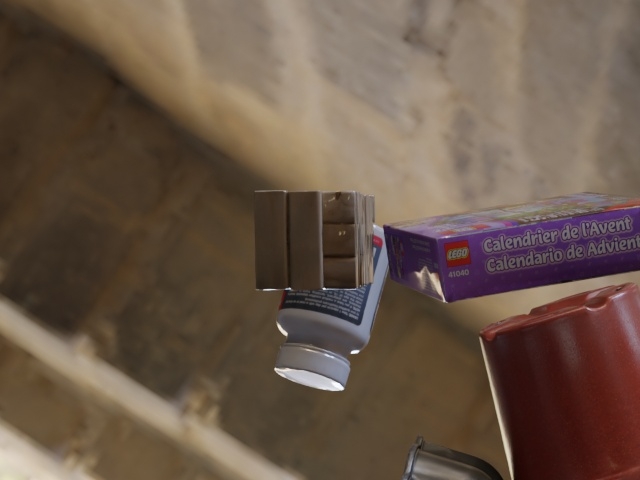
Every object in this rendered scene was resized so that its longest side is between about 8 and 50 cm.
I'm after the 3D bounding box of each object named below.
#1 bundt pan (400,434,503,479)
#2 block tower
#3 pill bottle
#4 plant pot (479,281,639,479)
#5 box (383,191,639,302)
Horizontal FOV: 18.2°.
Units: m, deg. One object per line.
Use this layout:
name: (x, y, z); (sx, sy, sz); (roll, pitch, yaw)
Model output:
bundt pan: (0.153, 0.404, 2.379); (0.331, 0.124, 0.331); (6, 90, -80)
block tower: (0.000, 0.000, 1.900); (0.335, 0.091, 0.097); (-17, 107, -85)
pill bottle: (0.010, 0.069, 2.215); (0.108, 0.108, 0.180); (100, 5, -74)
plant pot: (0.323, 0.204, 2.393); (0.272, 0.265, 0.272); (-19, -179, 0)
box: (0.175, 0.002, 1.716); (0.293, 0.201, 0.057); (-160, -119, -83)
